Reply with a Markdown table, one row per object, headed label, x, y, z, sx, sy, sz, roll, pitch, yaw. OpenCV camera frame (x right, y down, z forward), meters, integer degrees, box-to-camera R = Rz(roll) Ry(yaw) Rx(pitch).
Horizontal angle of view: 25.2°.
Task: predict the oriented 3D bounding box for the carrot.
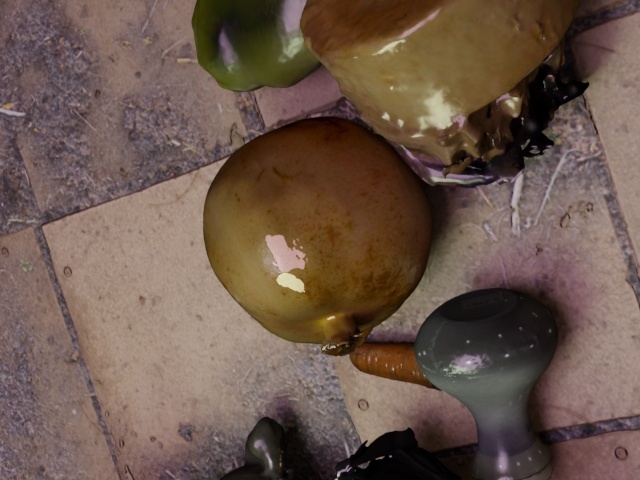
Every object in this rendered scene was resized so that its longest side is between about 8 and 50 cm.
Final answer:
| label | x | y | z | sx | sy | sz | roll | pitch | yaw |
| --- | --- | --- | --- | --- | --- | --- | --- | --- | --- |
| carrot | 0.117 | 0.168 | 1.975 | 0.186 | 0.060 | 0.060 | 8 | 107 | 38 |

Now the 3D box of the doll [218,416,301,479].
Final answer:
| label | x | y | z | sx | sy | sz | roll | pitch | yaw |
| --- | --- | --- | --- | --- | --- | --- | --- | --- | --- |
| doll | -0.156 | 0.463 | 2.067 | 0.252 | 0.378 | 0.382 | 43 | 120 | 39 |

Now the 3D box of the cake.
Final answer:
| label | x | y | z | sx | sy | sz | roll | pitch | yaw |
| --- | --- | --- | --- | --- | --- | --- | --- | --- | --- |
| cake | 0.182 | -0.229 | 1.720 | 0.332 | 0.332 | 0.321 | -12 | 133 | 37 |

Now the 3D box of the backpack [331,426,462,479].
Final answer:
| label | x | y | z | sx | sy | sz | roll | pitch | yaw |
| --- | --- | --- | --- | --- | --- | --- | --- | --- | --- |
| backpack | 0.129 | 0.422 | 1.800 | 0.363 | 0.445 | 0.255 | 41 | 106 | 14 |

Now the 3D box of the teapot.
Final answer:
| label | x | y | z | sx | sy | sz | roll | pitch | yaw |
| --- | --- | --- | --- | --- | --- | --- | --- | --- | --- |
| teapot | 0.225 | 0.195 | 1.844 | 0.183 | 0.183 | 0.251 | 2 | 115 | 35 |

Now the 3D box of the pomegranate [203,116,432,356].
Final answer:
| label | x | y | z | sx | sy | sz | roll | pitch | yaw |
| --- | --- | --- | --- | --- | --- | --- | --- | --- | --- |
| pomegranate | 0.000 | 0.000 | 1.870 | 0.319 | 0.319 | 0.319 | 10 | 108 | 34 |

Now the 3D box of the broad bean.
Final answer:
| label | x | y | z | sx | sy | sz | roll | pitch | yaw |
| --- | --- | --- | --- | --- | --- | --- | --- | --- | --- |
| broad bean | -0.067 | -0.322 | 1.943 | 0.238 | 0.119 | 0.291 | 52 | 123 | 25 |
